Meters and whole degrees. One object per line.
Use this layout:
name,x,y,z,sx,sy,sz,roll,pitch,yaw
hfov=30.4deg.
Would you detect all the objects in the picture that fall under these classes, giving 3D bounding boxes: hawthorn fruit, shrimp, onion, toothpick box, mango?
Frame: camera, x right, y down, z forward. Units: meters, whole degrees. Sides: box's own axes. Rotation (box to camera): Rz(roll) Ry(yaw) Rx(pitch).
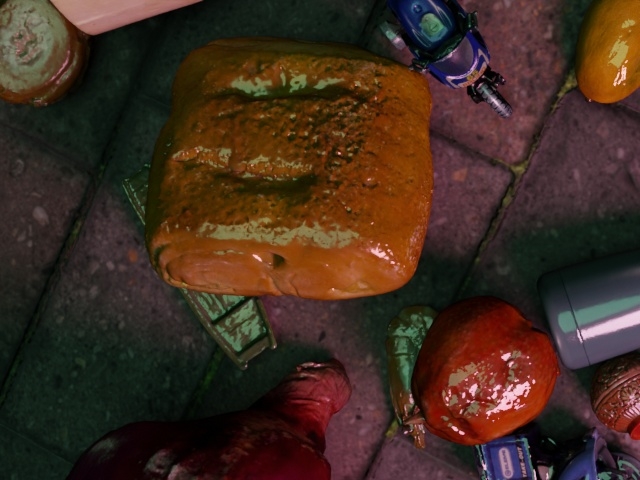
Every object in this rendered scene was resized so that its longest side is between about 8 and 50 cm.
hawthorn fruit,0.193,0.158,1.399,0.174,0.173,0.179,21,88,10
shrimp,0.123,0.173,1.480,0.091,0.043,0.184,5,94,9
onion,-0.097,0.305,1.405,0.398,0.398,0.420,25,73,10
toothpick box,0.357,0.072,1.384,0.184,0.120,0.120,-18,90,9
mango,0.357,-0.249,1.381,0.098,0.075,0.190,26,100,14

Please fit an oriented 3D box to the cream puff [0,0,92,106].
cream puff,-0.370,-0.251,1.526,0.165,0.115,0.150,-39,92,3

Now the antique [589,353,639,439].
antique,0.368,0.181,1.398,0.104,0.104,0.104,1,94,13

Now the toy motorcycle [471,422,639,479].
toy motorcycle,0.305,0.396,1.420,0.213,0.125,0.358,-12,89,22

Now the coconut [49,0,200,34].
coconut,-0.257,-0.405,1.407,0.323,0.323,0.322,1,94,13

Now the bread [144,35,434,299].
bread,-0.030,-0.097,1.381,0.328,0.148,0.336,5,65,12

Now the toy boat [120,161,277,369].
toy boat,-0.152,0.028,1.526,0.093,0.055,0.293,-35,86,13

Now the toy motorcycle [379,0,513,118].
toy motorcycle,0.122,-0.269,1.387,0.113,0.169,0.315,-39,85,13
